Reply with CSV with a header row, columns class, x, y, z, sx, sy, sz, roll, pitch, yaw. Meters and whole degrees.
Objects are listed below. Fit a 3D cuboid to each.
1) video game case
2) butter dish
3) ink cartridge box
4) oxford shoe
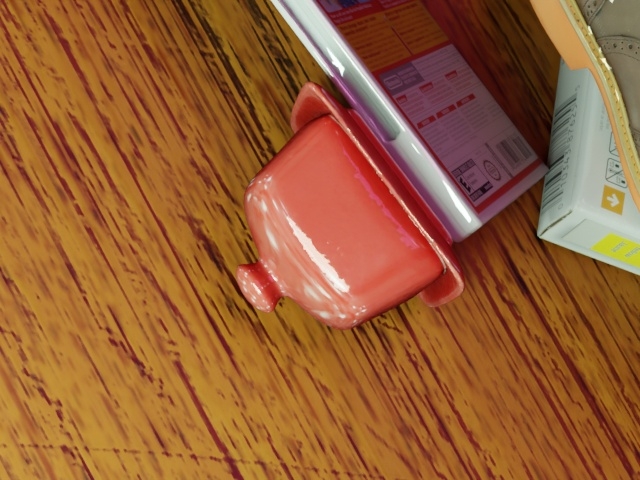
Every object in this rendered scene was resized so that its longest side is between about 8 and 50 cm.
class,x,y,z,sx,sy,sz,roll,pitch,yaw
video game case,0.038,-0.136,1.229,0.285,0.025,0.204,53,22,2
butter dish,0.000,0.000,1.160,0.118,0.160,0.160,-37,88,-9
ink cartridge box,0.322,-0.093,1.395,0.307,0.072,0.304,22,59,-19
oxford shoe,0.273,-0.094,1.252,0.130,0.133,0.364,-32,85,-33
